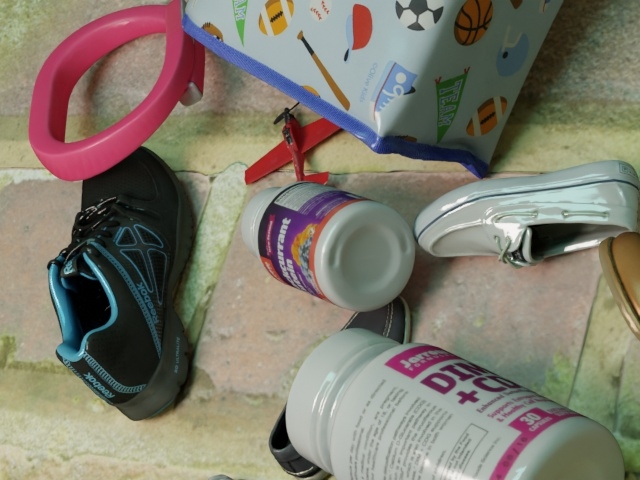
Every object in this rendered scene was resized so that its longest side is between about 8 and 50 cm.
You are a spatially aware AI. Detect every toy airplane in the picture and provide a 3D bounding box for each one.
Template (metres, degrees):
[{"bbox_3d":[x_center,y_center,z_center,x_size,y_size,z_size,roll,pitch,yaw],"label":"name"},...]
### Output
[{"bbox_3d":[-0.025,-0.085,2.033,0.151,0.028,0.151,-19,55,29],"label":"toy airplane"}]

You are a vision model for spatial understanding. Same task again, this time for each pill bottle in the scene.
[{"bbox_3d":[0.111,0.184,1.682,0.283,0.160,0.160,23,80,42],"label":"pill bottle"},{"bbox_3d":[0.000,0.000,1.895,0.108,0.108,0.193,-59,31,-7],"label":"pill bottle"}]

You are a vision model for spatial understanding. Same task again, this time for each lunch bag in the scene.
[{"bbox_3d":[0.054,-0.287,1.920,0.385,0.239,0.328,31,101,38],"label":"lunch bag"}]

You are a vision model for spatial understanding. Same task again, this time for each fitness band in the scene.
[{"bbox_3d":[-0.230,-0.176,2.168,0.209,0.054,0.291,-25,34,15],"label":"fitness band"}]

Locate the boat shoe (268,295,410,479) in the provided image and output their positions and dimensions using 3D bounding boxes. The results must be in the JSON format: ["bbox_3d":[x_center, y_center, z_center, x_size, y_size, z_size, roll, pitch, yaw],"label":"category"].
[{"bbox_3d":[0.018,0.133,1.847,0.075,0.065,0.206,20,76,45],"label":"boat shoe"}]

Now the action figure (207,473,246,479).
[{"bbox_3d":[-0.065,0.273,1.834,0.232,0.063,0.137,9,73,43],"label":"action figure"}]

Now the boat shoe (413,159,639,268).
[{"bbox_3d":[0.189,-0.014,1.793,0.226,0.083,0.076,-18,54,27],"label":"boat shoe"}]

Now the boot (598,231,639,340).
[{"bbox_3d":[0.375,0.036,1.578,0.220,0.109,0.283,-51,50,20],"label":"boot"}]

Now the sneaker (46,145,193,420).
[{"bbox_3d":[-0.217,0.018,2.039,0.125,0.139,0.341,-29,49,24],"label":"sneaker"}]
